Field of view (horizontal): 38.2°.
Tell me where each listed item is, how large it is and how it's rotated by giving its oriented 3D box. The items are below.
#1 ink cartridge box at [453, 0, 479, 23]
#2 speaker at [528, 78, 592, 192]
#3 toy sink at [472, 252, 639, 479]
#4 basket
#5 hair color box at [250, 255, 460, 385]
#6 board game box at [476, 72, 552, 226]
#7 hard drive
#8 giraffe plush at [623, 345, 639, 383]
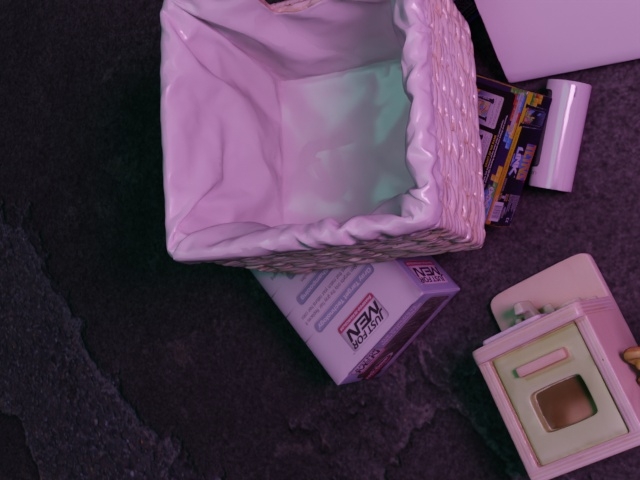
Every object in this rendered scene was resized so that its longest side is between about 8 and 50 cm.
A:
[{"bbox_3d":[0.126,-0.400,1.133,0.186,0.311,0.065,-35,26,35],"label":"ink cartridge box"},{"bbox_3d":[0.296,-0.128,1.143,0.055,0.055,0.136,14,99,34],"label":"speaker"},{"bbox_3d":[0.286,0.147,1.103,0.153,0.131,0.234,-31,72,31],"label":"toy sink"},{"bbox_3d":[0.013,-0.131,1.101,0.328,0.266,0.331,-8,77,26],"label":"basket"},{"bbox_3d":[0.000,0.000,1.317,0.185,0.113,0.374,-51,63,24],"label":"hair color box"},{"bbox_3d":[0.207,-0.120,1.180,0.141,0.048,0.170,36,115,52],"label":"board game box"},{"bbox_3d":[0.341,-0.310,1.033,0.353,0.047,0.233,-6,129,35],"label":"hard drive"},{"bbox_3d":[0.437,0.129,0.993,0.181,0.210,0.170,64,150,13],"label":"giraffe plush"}]
